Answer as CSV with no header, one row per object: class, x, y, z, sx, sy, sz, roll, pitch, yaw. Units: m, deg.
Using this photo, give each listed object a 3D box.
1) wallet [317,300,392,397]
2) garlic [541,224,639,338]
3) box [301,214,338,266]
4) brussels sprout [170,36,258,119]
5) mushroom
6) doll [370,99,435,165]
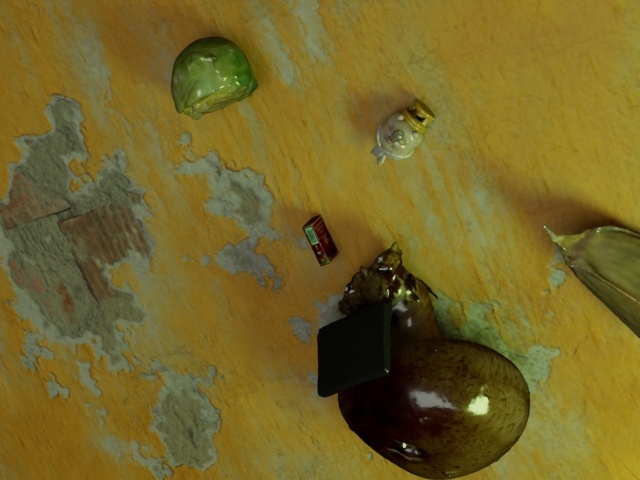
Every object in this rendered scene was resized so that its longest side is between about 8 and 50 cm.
wallet,0.051,0.186,1.465,0.025,0.124,0.244,10,158,-25
garlic,0.496,0.063,1.351,0.338,0.196,0.151,42,106,10
box,0.000,0.000,1.586,0.023,0.051,0.082,-20,102,27
brussels sprout,-0.195,-0.286,1.495,0.151,0.149,0.122,-25,84,11
mushroom,0.182,0.242,1.541,0.334,0.356,0.331,19,128,-23
doll,0.130,-0.173,1.448,0.073,0.084,0.127,45,112,0
